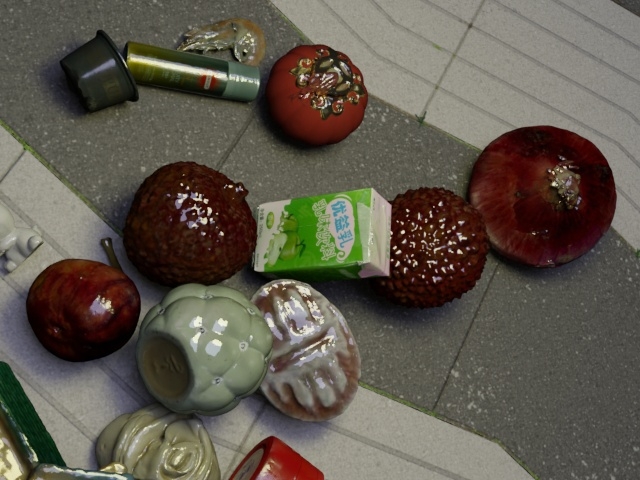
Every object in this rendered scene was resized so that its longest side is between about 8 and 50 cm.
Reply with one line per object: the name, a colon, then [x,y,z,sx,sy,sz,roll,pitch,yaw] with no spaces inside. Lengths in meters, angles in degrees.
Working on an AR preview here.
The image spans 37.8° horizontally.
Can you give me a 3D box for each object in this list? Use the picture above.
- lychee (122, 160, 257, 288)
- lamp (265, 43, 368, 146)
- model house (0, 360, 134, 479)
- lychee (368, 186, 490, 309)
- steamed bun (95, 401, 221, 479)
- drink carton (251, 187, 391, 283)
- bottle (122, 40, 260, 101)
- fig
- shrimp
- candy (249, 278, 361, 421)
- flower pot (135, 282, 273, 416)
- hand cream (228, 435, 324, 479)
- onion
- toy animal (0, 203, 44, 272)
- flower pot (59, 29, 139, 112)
lychee: [-0.249,-0.027,1.787,0.261,0.260,0.260,8,70,-21]
lamp: [-0.004,-0.314,2.004,0.227,0.227,0.226,8,70,-21]
model house: [-0.519,0.413,1.495,0.343,0.334,0.382,-29,81,-39]
lychee: [0.224,0.016,1.967,0.300,0.264,0.264,-21,82,-45]
steamed bun: [-0.281,0.398,1.678,0.211,0.144,0.218,-16,79,-27]
drink carton: [0.000,0.000,1.863,0.108,0.271,0.161,35,53,-57]
bottle: [-0.271,-0.354,1.972,0.286,0.082,0.082,7,70,-22]
fig: [-0.406,0.115,1.717,0.249,0.204,0.186,-30,122,-61]
shrimp: [-0.215,-0.417,2.043,0.223,0.047,0.126,-20,92,-29]
candy: [-0.045,0.214,1.839,0.214,0.157,0.289,-27,91,-10]
flower pot: [-0.214,0.198,1.694,0.195,0.246,0.246,-23,82,-51]
hand cream: [-0.096,0.466,1.712,0.125,0.193,0.193,40,62,-8]
onion: [0.516,-0.113,2.123,0.348,0.285,0.347,1,81,-7]
toy animal: [-0.604,-0.035,1.729,0.181,0.131,0.127,46,29,-12]
flower pot: [-0.445,-0.326,1.857,0.107,0.157,0.157,-29,86,-16]
